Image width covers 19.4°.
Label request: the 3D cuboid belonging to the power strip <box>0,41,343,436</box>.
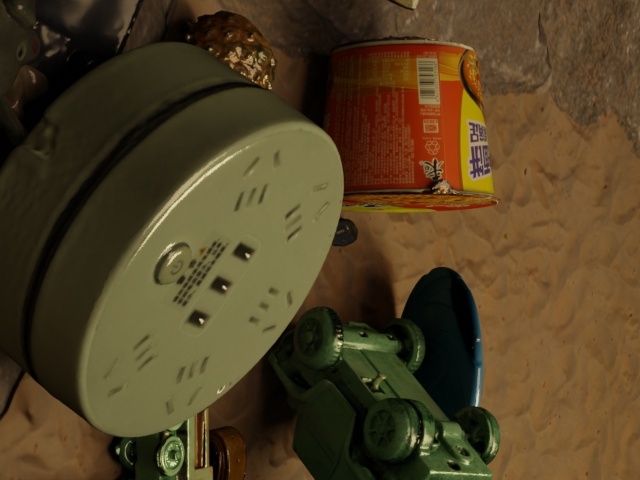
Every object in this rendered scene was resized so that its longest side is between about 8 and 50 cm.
[{"bbox_3d":[-0.137,0.005,1.684,0.357,0.161,0.357,-40,151,-28],"label":"power strip"}]

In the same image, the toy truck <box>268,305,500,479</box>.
[{"bbox_3d":[0.062,0.194,1.984,0.155,0.279,0.156,10,119,-43],"label":"toy truck"}]

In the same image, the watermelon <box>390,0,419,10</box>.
[{"bbox_3d":[0.058,-0.416,2.006,0.175,0.188,0.321,18,87,-7],"label":"watermelon"}]

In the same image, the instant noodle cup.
[{"bbox_3d":[0.092,-0.124,2.037,0.213,0.213,0.174,5,84,-53],"label":"instant noodle cup"}]

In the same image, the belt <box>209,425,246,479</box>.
[{"bbox_3d":[-0.109,0.234,1.940,0.036,0.059,0.083,-7,112,-51],"label":"belt"}]

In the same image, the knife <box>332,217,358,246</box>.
[{"bbox_3d":[0.000,0.000,2.077,0.121,0.018,0.031,-22,111,-47],"label":"knife"}]

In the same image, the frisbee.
[{"bbox_3d":[0.118,0.149,2.110,0.045,0.242,0.242,4,93,-20],"label":"frisbee"}]

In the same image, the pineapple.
[{"bbox_3d":[-0.132,-0.136,1.826,0.197,0.108,0.108,-47,131,-25],"label":"pineapple"}]

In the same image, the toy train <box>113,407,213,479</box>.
[{"bbox_3d":[-0.148,0.209,1.876,0.118,0.074,0.176,-3,93,-57],"label":"toy train"}]

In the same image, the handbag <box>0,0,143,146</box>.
[{"bbox_3d":[-0.286,-0.229,1.594,0.326,0.118,0.269,29,74,-49],"label":"handbag"}]
